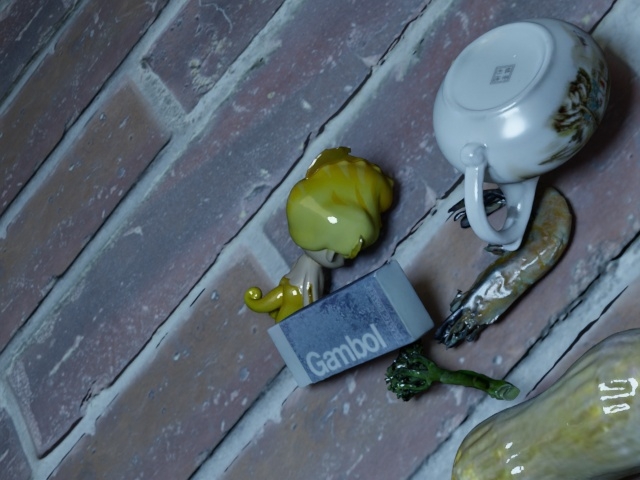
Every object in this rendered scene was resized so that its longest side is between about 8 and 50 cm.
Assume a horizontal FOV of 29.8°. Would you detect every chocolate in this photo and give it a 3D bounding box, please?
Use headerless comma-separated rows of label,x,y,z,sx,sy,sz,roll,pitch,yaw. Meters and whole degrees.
chocolate,0.256,0.182,1.170,0.309,0.134,0.134,-38,48,27

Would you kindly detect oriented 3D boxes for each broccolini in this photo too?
broccolini,0.129,0.144,1.290,0.254,0.058,0.071,174,85,-72

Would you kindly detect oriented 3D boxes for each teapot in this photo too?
teapot,0.220,-0.139,1.330,0.204,0.139,0.298,10,64,43

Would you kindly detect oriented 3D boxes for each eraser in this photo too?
eraser,0.031,0.103,1.414,0.212,0.046,0.091,-30,90,44

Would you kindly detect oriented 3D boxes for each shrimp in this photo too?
shrimp,0.186,0.018,1.372,0.219,0.046,0.152,-51,45,7

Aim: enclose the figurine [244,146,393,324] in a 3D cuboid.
figurine,0.000,0.000,1.511,0.246,0.131,0.156,-65,27,12
